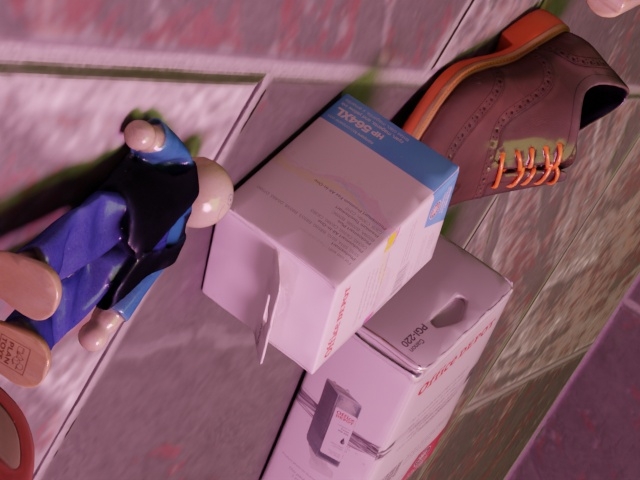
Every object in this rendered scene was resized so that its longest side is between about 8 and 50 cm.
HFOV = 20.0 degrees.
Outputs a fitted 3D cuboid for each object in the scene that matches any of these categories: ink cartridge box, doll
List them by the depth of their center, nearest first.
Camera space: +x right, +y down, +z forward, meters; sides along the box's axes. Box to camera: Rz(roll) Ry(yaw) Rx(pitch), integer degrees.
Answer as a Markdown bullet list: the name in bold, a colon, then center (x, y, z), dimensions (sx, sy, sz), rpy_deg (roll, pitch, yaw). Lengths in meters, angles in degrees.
- **doll**: center (-0.100, 0.004, 0.887), dimensions (0.189, 0.046, 0.129), rpy_deg (-42, 152, -55)
- **ink cartridge box**: center (0.000, 0.000, 1.086), dimensions (0.143, 0.090, 0.092), rpy_deg (-42, 160, -35)
- **ink cartridge box**: center (0.053, 0.120, 1.478), dimensions (0.158, 0.092, 0.218), rpy_deg (-38, 159, -46)

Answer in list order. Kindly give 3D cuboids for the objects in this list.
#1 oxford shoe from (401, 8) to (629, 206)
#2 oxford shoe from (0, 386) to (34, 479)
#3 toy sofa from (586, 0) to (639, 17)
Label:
- **oxford shoe**: center (0.129, -0.075, 1.289), dimensions (0.271, 0.098, 0.097), rpy_deg (-42, 160, -38)
- **oxford shoe**: center (-0.258, 0.190, 0.755), dimensions (0.348, 0.123, 0.130), rpy_deg (-49, -171, -25)
- **toy sofa**: center (0.252, -0.304, 1.042), dimensions (0.150, 0.177, 0.362), rpy_deg (-32, 152, -53)
